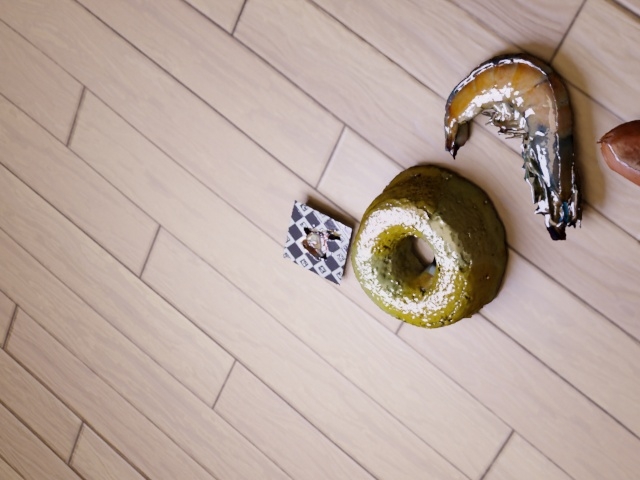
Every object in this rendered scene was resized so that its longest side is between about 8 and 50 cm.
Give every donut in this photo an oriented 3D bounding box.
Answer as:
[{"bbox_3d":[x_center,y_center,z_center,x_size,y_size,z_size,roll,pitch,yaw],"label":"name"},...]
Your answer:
[{"bbox_3d":[0.159,0.023,2.163,0.272,0.107,0.272,18,121,31],"label":"donut"}]

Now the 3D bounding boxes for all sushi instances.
[{"bbox_3d":[0.000,0.000,2.321,0.120,0.026,0.126,28,129,21],"label":"sushi"}]

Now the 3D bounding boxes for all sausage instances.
[{"bbox_3d":[0.531,-0.075,1.849,0.330,0.102,0.102,29,125,22],"label":"sausage"}]

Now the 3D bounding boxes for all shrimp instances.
[{"bbox_3d":[0.283,-0.130,2.031,0.222,0.054,0.290,-11,100,38],"label":"shrimp"}]
